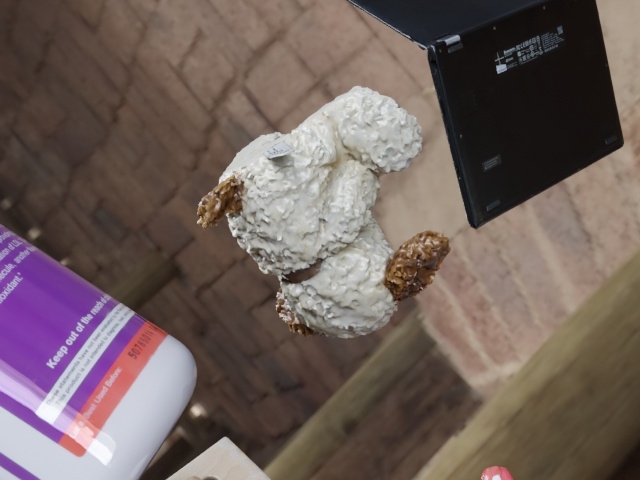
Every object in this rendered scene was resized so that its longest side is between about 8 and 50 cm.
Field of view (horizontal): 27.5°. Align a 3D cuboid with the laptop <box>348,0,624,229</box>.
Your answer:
[{"bbox_3d":[0.216,-0.271,1.941,0.236,0.382,0.408,0,111,48],"label":"laptop"}]

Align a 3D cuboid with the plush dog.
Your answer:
[{"bbox_3d":[0.000,0.000,1.347,0.262,0.210,0.225,-23,106,46],"label":"plush dog"}]

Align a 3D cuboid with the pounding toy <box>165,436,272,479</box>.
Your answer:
[{"bbox_3d":[-0.129,0.257,1.164,0.094,0.181,0.206,39,143,25],"label":"pounding toy"}]

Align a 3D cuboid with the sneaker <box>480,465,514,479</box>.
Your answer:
[{"bbox_3d":[0.263,0.333,1.405,0.087,0.128,0.221,99,150,-76],"label":"sneaker"}]

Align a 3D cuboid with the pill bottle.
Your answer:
[{"bbox_3d":[-0.251,0.065,0.831,0.323,0.181,0.181,34,155,-2],"label":"pill bottle"}]
